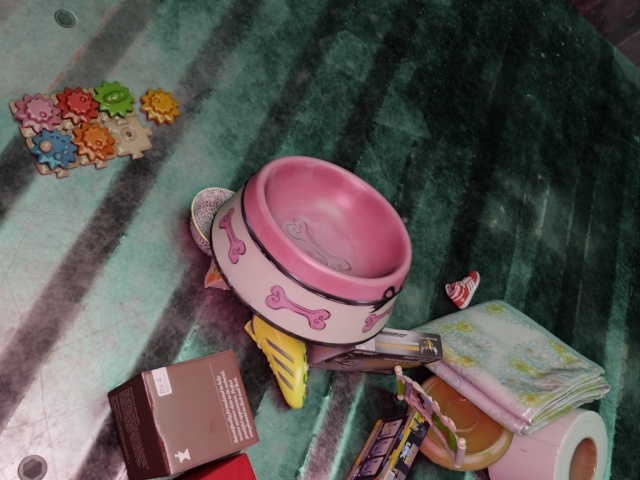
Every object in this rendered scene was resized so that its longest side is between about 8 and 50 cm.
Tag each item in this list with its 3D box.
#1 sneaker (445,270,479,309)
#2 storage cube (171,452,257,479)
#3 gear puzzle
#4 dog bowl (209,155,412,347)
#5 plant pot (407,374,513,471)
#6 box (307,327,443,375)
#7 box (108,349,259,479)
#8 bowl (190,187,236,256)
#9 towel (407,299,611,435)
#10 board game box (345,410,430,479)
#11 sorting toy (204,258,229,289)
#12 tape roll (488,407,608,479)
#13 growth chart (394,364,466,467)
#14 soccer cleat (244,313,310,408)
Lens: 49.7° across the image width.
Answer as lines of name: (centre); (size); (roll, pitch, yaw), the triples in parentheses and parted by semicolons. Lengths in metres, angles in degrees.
sneaker: (0.362, 0.110, 1.762); (0.067, 0.042, 0.118); (41, 56, -17)
storage cube: (-0.204, 0.485, 1.133); (0.193, 0.215, 0.183); (-20, 82, -44)
gear puzzle: (-0.425, -0.242, 1.390); (0.339, 0.044, 0.175); (-22, 83, -37)
dog bowl: (0.000, 0.000, 1.349); (0.408, 0.150, 0.408); (22, 37, -18)
plant pot: (0.312, 0.390, 1.534); (0.236, 0.032, 0.236); (-2, 52, 3)
box: (0.111, 0.234, 1.457); (0.231, 0.183, 0.056); (12, 63, -30)
box: (-0.240, 0.302, 1.186); (0.167, 0.203, 0.168); (-9, 77, -36)
bowl: (-0.203, -0.018, 1.410); (0.170, 0.080, 0.170); (25, 44, -26)
towel: (0.423, 0.271, 1.579); (0.320, 0.374, 0.090); (-10, 121, -38)
board game box: (0.135, 0.440, 1.413); (0.048, 0.141, 0.170); (43, 54, -8)
sorting toy: (-0.195, 0.064, 1.424); (0.083, 0.045, 0.075); (13, 45, -29)
tape roll: (0.521, 0.489, 1.576); (0.246, 0.169, 0.246); (-6, 99, -42)
growth chart: (0.225, 0.361, 1.430); (0.021, 0.172, 0.237); (-30, 48, -13)
soccer cleat: (-0.090, 0.202, 1.416); (0.121, 0.093, 0.289); (-9, 79, -4)
